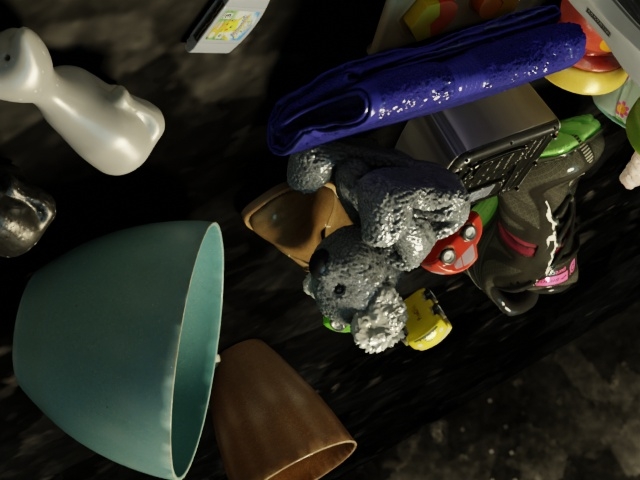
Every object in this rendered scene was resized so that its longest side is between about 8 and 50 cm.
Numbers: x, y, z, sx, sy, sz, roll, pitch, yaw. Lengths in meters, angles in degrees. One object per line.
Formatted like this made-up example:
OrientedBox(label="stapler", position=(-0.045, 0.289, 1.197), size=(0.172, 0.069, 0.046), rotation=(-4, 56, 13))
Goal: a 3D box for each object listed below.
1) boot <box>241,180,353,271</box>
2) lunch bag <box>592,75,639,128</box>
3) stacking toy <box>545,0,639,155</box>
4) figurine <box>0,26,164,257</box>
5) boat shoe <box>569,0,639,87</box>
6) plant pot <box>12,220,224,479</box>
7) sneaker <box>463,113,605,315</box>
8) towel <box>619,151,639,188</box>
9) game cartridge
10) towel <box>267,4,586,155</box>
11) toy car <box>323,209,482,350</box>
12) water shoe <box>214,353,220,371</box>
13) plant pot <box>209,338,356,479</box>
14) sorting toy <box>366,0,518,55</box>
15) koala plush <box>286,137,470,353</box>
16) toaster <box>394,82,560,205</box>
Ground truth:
OrientedBox(label="boot", position=(0.000, 0.000, 1.562), size=(0.112, 0.115, 0.305), rotation=(-31, 158, 14))
OrientedBox(label="lunch bag", position=(0.515, -0.196, 1.567), size=(0.224, 0.279, 0.108), rotation=(-28, 142, -36))
OrientedBox(label="stacking toy", position=(0.443, -0.231, 1.404), size=(0.309, 0.279, 0.130), rotation=(-20, 147, -22))
OrientedBox(label="figurine", position=(-0.271, -0.090, 1.024), size=(0.215, 0.092, 0.209), rotation=(-35, 155, 12))
OrientedBox(label="boat shoe", position=(0.347, -0.243, 1.307), size=(0.076, 0.228, 0.080), rotation=(-39, 171, -2))
OrientedBox(label="plant pot", position=(-0.230, 0.111, 1.342), size=(0.195, 0.290, 0.290), rotation=(7, 157, 3))
OrientedBox(label="sneaker", position=(0.344, -0.031, 1.827), size=(0.185, 0.202, 0.483), rotation=(-25, 160, -15))
OrientedBox(label="towel", position=(0.699, -0.229, 2.066), size=(0.317, 0.053, 0.332), rotation=(-23, 158, -17))
OrientedBox(label="game cartridge", position=(-0.084, -0.203, 1.102), size=(0.056, 0.017, 0.083), rotation=(-13, 155, -47))
OrientedBox(label="towel", position=(0.109, -0.177, 1.298), size=(0.308, 0.076, 0.228), rotation=(-18, -177, -29))
OrientedBox(label="toy car", position=(0.102, 0.077, 1.533), size=(0.225, 0.053, 0.239), rotation=(-22, -151, 38))
OrientedBox(label="water shoe", position=(-0.214, 0.254, 1.919), size=(0.073, 0.080, 0.203), rotation=(-7, 150, -48))
OrientedBox(label="plant pot", position=(-0.091, 0.285, 1.943), size=(0.215, 0.230, 0.215), rotation=(-27, 159, -11))
OrientedBox(label="sorting toy", position=(0.155, -0.272, 1.231), size=(0.193, 0.038, 0.208), rotation=(-21, 158, -24))
OrientedBox(label="koala plush", position=(0.060, 0.008, 1.418), size=(0.203, 0.196, 0.221), rotation=(4, 113, -41))
OrientedBox(label="toaster", position=(0.191, -0.116, 1.547), size=(0.186, 0.110, 0.168), rotation=(-21, 158, -24))
